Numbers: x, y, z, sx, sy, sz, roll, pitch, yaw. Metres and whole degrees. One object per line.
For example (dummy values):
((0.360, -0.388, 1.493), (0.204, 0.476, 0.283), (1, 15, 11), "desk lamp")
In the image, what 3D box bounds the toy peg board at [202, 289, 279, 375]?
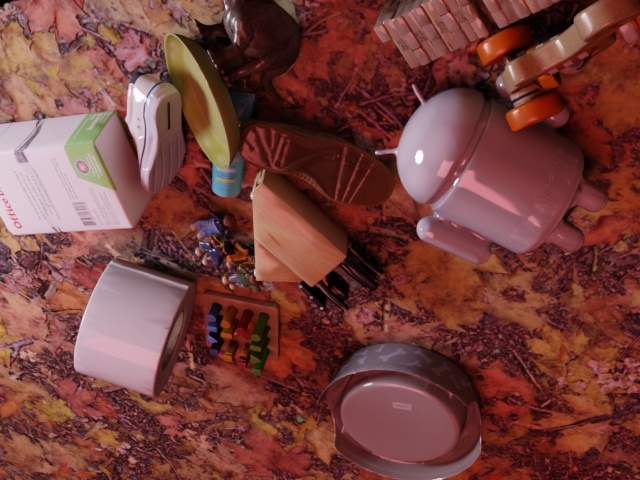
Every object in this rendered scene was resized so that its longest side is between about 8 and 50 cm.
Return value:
((-0.172, 0.198, 2.181), (0.160, 0.079, 0.161), (11, 133, 9), "toy peg board")

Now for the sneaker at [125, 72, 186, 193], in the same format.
((-0.299, -0.194, 1.880), (0.091, 0.094, 0.258), (39, 142, 22), "sneaker")

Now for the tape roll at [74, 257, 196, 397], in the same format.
((-0.368, 0.174, 2.113), (0.169, 0.246, 0.246), (17, 134, 3), "tape roll")

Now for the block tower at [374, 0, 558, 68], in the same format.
((0.246, -0.361, 1.526), (0.335, 0.091, 0.097), (-19, 122, 32), "block tower")

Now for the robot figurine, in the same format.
((0.271, -0.112, 1.666), (0.353, 0.200, 0.300), (26, 95, -6), "robot figurine")

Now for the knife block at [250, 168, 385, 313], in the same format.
((0.000, 0.000, 1.930), (0.242, 0.088, 0.276), (0, 120, 2), "knife block")

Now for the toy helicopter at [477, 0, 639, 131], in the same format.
((0.367, -0.274, 1.436), (0.235, 0.355, 0.140), (-23, 88, -3), "toy helicopter")

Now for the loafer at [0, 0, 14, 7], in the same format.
((-0.548, -0.426, 1.747), (0.220, 0.078, 0.080), (-8, 127, 25), "loafer")

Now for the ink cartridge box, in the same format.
((-0.482, -0.122, 1.973), (0.273, 0.115, 0.198), (-3, 129, 21), "ink cartridge box")

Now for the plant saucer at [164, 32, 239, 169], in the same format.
((-0.190, -0.233, 1.740), (0.037, 0.241, 0.241), (-26, 131, -17), "plant saucer")

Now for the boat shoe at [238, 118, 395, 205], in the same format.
((-0.005, -0.145, 1.814), (0.285, 0.089, 0.104), (22, 109, -14), "boat shoe")

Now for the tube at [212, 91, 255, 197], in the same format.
((-0.161, -0.175, 1.868), (0.080, 0.052, 0.207), (5, 127, -2), "tube")

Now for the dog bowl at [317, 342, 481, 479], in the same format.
((0.170, 0.352, 2.187), (0.349, 0.102, 0.349), (9, 133, 10), "dog bowl")

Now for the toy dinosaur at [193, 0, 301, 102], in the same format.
((-0.094, -0.315, 1.659), (0.160, 0.121, 0.313), (-29, 134, 4), "toy dinosaur")

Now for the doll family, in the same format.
((-0.172, 0.018, 2.019), (0.193, 0.076, 0.111), (43, 149, -26), "doll family")
